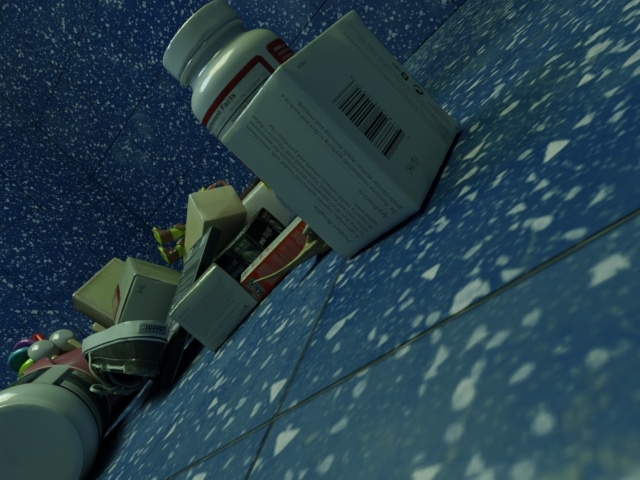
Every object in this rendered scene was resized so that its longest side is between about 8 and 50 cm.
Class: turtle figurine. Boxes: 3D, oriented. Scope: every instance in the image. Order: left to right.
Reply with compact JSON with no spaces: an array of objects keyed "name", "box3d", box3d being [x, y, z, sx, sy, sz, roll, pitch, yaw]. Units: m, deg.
[{"name":"turtle figurine","box3d":[-0.304,-0.021,1.275,0.217,0.087,0.269,-31,-24,-24]}]

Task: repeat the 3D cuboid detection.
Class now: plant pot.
[{"name":"plant pot","box3d":[-0.494,0.308,1.069,0.180,0.201,0.201,-34,1,-34]}]

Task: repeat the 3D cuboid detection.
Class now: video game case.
[{"name":"video game case","box3d":[-0.257,0.124,0.928,0.196,0.026,0.274,-28,46,61]}]

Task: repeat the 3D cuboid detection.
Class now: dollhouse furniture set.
[{"name":"dollhouse furniture set","box3d":[-0.528,0.272,1.424,0.362,0.256,0.394,-54,-8,-42]}]

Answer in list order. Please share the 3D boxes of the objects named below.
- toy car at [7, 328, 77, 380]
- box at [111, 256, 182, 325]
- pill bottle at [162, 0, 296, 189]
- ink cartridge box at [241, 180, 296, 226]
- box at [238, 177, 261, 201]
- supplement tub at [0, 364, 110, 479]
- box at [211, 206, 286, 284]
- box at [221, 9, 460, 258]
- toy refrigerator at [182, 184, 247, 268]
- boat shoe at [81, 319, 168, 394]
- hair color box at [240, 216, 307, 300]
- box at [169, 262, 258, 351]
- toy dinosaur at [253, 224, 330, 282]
[{"name":"toy car","box3d":[-0.787,0.322,1.399,0.159,0.136,0.182,-62,-6,17]},{"name":"box","box3d":[-0.382,0.133,1.142,0.232,0.148,0.127,18,88,65]},{"name":"pill bottle","box3d":[-0.101,-0.260,0.996,0.229,0.407,0.229,-44,10,10]},{"name":"ink cartridge box","box3d":[-0.114,-0.105,1.273,0.353,0.119,0.207,-47,11,0]},{"name":"box","box3d":[-0.114,-0.193,1.578,0.191,0.143,0.381,-35,17,47]},{"name":"supplement tub","box3d":[-0.453,0.315,0.805,0.191,0.191,0.272,-49,10,-15]},{"name":"box","box3d":[-0.166,0.036,1.051,0.180,0.077,0.147,-43,10,22]},{"name":"box","box3d":[0.030,-0.113,0.531,0.119,0.181,0.182,-36,15,44]},{"name":"toy refrigerator","box3d":[-0.255,-0.002,1.169,0.102,0.094,0.269,-17,-30,-29]},{"name":"boat shoe","box3d":[-0.350,0.219,0.884,0.306,0.113,0.105,-24,60,45]},{"name":"hair color box","box3d":[-0.060,0.022,0.769,0.141,0.043,0.072,-45,10,-1]},{"name":"box","box3d":[-0.164,0.098,0.766,0.102,0.087,0.101,-48,10,-9]},{"name":"toy dinosaur","box3d":[0.000,0.000,0.639,0.183,0.053,0.092,-43,-8,-25]}]
